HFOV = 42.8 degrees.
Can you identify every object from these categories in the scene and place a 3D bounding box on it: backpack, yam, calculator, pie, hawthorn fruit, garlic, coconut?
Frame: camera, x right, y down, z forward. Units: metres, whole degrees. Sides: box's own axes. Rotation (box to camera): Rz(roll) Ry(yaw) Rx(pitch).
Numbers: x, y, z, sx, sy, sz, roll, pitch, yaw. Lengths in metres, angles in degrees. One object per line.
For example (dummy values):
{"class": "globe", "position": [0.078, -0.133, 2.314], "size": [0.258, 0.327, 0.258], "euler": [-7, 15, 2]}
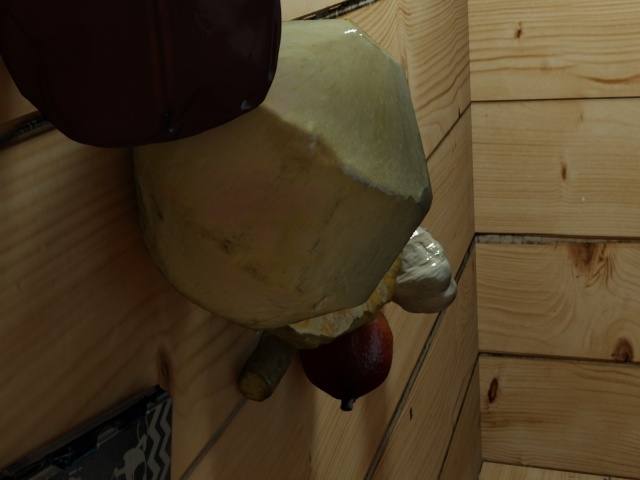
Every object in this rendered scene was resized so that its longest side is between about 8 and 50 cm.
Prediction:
{"class": "backpack", "position": [-0.152, -0.236, 0.675], "size": [0.197, 0.283, 0.317], "euler": [-123, -155, -58]}
{"class": "yam", "position": [-0.049, 0.132, 1.260], "size": [0.300, 0.066, 0.066], "euler": [-59, 145, -53]}
{"class": "calculator", "position": [-0.227, 0.262, 0.833], "size": [0.274, 0.028, 0.166], "euler": [-21, 115, -67]}
{"class": "pie", "position": [0.000, 0.000, 1.199], "size": [0.339, 0.083, 0.340], "euler": [-1, 92, -45]}
{"class": "hawthorn fruit", "position": [0.039, 0.192, 1.384], "size": [0.169, 0.168, 0.188], "euler": [35, 63, -67]}
{"class": "garlic", "position": [0.165, 0.083, 1.743], "size": [0.212, 0.218, 0.219], "euler": [-34, 134, -18]}
{"class": "coconut", "position": [-0.043, -0.090, 0.916], "size": [0.352, 0.352, 0.353], "euler": [2, 90, -70]}
